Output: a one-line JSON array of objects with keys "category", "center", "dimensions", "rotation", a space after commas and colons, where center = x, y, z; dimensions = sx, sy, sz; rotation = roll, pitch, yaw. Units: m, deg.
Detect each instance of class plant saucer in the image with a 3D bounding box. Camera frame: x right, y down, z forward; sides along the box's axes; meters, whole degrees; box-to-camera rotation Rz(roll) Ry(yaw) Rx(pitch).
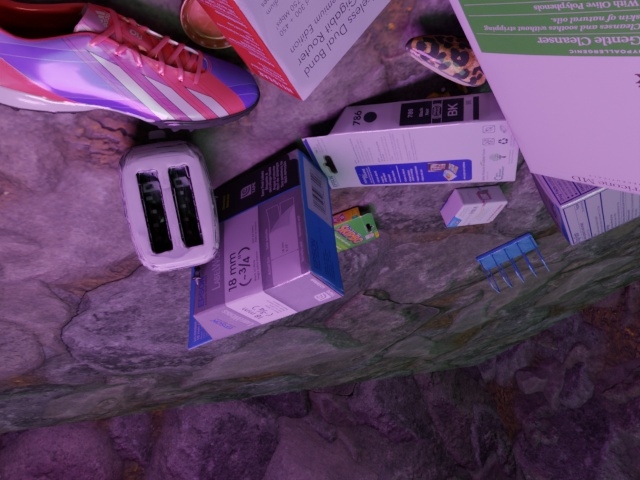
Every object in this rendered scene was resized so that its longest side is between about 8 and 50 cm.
[{"category": "plant saucer", "center": [-0.126, -0.270, 0.564], "dimensions": [0.084, 0.013, 0.083], "rotation": [-12, 151, -7]}]

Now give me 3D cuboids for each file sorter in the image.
[{"category": "file sorter", "center": [0.587, 0.074, 1.422], "dimensions": [0.170, 0.104, 0.118], "rotation": [-30, 149, 22]}]

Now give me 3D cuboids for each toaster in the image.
[{"category": "toaster", "center": [-0.214, -0.040, 0.679], "dimensions": [0.129, 0.226, 0.146], "rotation": [-10, -178, -13]}]

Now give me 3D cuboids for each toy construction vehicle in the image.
[{"category": "toy construction vehicle", "center": [0.233, -0.235, 0.784], "dimensions": [0.098, 0.035, 0.086], "rotation": [-26, 149, 16]}]

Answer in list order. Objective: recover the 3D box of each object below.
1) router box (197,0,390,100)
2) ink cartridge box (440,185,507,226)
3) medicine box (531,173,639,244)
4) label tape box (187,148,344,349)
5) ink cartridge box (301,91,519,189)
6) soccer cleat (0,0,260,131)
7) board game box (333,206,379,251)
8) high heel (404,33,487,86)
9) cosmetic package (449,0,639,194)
[{"category": "router box", "center": [0.007, -0.324, 0.318], "dimensions": [0.335, 0.082, 0.301], "rotation": [-50, 147, -2]}, {"category": "ink cartridge box", "center": [0.357, -0.079, 1.096], "dimensions": [0.123, 0.052, 0.088], "rotation": [-5, 149, -17]}, {"category": "medicine box", "center": [0.643, -0.146, 1.028], "dimensions": [0.290, 0.149, 0.264], "rotation": [-29, 149, 21]}, {"category": "label tape box", "center": [-0.139, 0.025, 0.811], "dimensions": [0.334, 0.240, 0.106], "rotation": [-23, 144, 23]}, {"category": "ink cartridge box", "center": [0.151, -0.157, 0.779], "dimensions": [0.333, 0.065, 0.165], "rotation": [-1, 155, 17]}, {"category": "soccer cleat", "center": [-0.218, -0.206, 0.540], "dimensions": [0.319, 0.108, 0.116], "rotation": [0, 143, -22]}, {"category": "board game box", "center": [0.000, 0.000, 1.069], "dimensions": [0.260, 0.039, 0.124], "rotation": [-18, 151, 8]}, {"category": "high heel", "center": [0.254, -0.307, 0.642], "dimensions": [0.262, 0.093, 0.186], "rotation": [2, 134, -24]}, {"category": "cosmetic package", "center": [0.312, -0.210, 0.522], "dimensions": [0.366, 0.197, 0.155], "rotation": [37, 80, -44]}]
